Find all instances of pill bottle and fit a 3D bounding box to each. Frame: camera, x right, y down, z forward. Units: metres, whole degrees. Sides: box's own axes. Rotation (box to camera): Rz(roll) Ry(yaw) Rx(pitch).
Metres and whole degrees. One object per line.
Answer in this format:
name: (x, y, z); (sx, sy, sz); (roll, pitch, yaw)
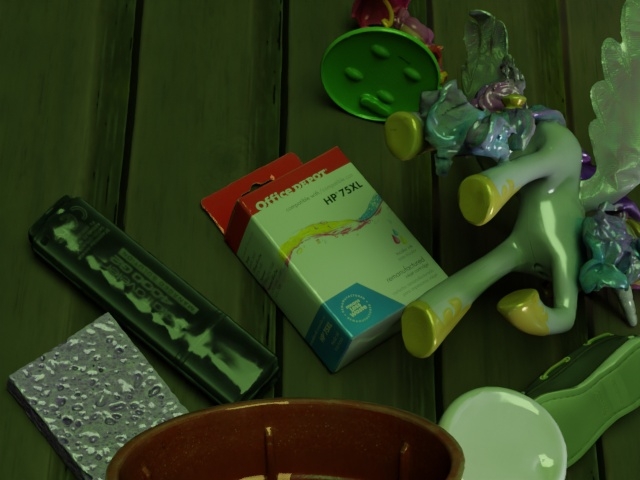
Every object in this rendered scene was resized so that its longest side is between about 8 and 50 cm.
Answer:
pill bottle: (0.129, 0.222, 1.316); (0.117, 0.208, 0.117); (7, 58, -11)

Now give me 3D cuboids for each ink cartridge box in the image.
ink cartridge box: (0.000, 0.000, 1.495); (0.134, 0.078, 0.231); (-30, 71, -29)

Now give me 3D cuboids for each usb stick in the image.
usb stick: (-0.160, 0.061, 1.433); (0.278, 0.045, 0.077); (38, 64, 9)

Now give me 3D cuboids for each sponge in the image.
sponge: (-0.180, 0.175, 1.364); (0.117, 0.031, 0.210); (-32, 73, -30)

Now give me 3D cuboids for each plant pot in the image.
plant pot: (-0.021, 0.293, 1.162); (0.272, 0.272, 0.265); (-8, 106, -20)

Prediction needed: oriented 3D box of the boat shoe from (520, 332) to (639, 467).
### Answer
boat shoe: (0.241, 0.163, 1.473); (0.228, 0.068, 0.081); (-29, 110, -24)

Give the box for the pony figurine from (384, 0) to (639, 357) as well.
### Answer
pony figurine: (0.220, -0.067, 1.459); (0.363, 0.303, 0.351); (-9, 95, -47)

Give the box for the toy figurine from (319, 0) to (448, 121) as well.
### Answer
toy figurine: (0.090, -0.220, 1.650); (0.173, 0.130, 0.159); (32, 43, -22)
